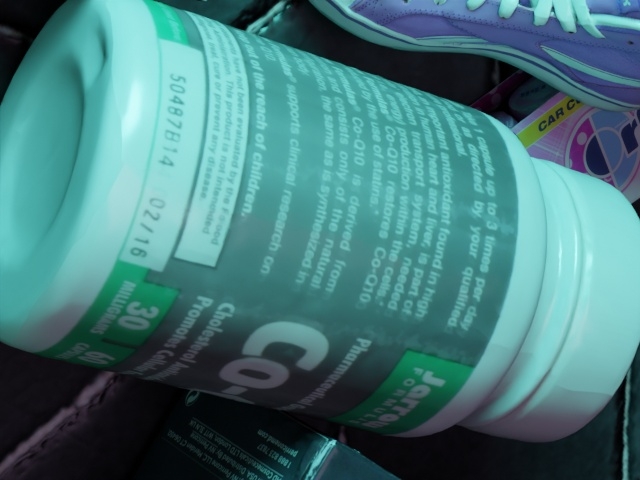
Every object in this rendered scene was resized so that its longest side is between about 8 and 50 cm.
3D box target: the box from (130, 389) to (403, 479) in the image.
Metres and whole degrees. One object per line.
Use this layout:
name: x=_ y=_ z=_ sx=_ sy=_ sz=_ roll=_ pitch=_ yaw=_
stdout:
box: x=-0.012 y=0.284 z=1.158 sx=0.296 sy=0.183 sz=0.294 roll=35 pitch=83 yaw=-33

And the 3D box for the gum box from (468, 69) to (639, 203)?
gum box: x=0.172 y=-0.069 z=1.249 sx=0.188 sy=0.062 sz=0.107 roll=-37 pitch=119 yaw=-19

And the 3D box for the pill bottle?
pill bottle: x=0.000 y=0.000 z=1.054 sx=0.361 sy=0.204 sz=0.204 roll=16 pitch=95 yaw=-28

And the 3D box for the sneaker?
sneaker: x=0.128 y=-0.164 z=1.108 sx=0.282 sy=0.161 sz=0.102 roll=14 pitch=81 yaw=-16
